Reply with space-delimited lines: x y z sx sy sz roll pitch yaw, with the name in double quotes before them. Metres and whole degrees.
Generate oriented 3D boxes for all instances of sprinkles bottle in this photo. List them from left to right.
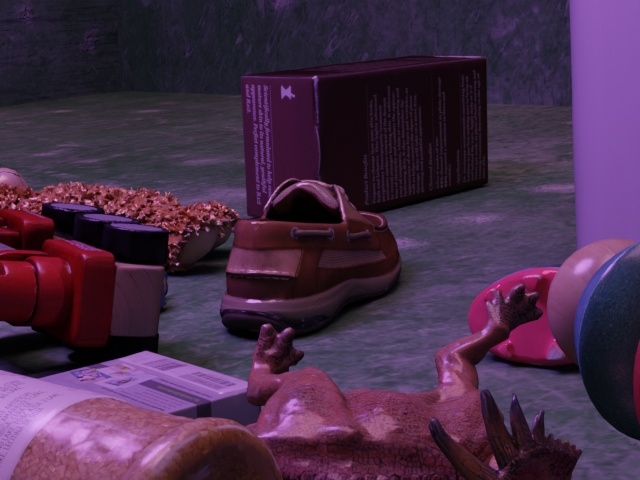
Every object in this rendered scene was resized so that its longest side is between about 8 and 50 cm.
"sprinkles bottle" -0.188 0.127 0.807 0.355 0.121 0.121 7 14 38

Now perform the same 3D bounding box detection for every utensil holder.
"utensil holder" 0.401 -0.152 1.449 0.328 0.385 0.327 -1 11 0

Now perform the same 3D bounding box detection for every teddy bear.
"teddy bear" -0.256 -0.026 1.652 0.338 0.113 0.245 3 10 23

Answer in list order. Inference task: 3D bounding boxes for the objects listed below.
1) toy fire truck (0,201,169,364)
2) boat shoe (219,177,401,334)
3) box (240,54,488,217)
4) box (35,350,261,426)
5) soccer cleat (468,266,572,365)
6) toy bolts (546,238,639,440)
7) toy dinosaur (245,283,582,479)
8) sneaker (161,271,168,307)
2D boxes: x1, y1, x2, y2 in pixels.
"toy fire truck" -0.277 0.051 1.233 0.246 0.158 0.217 3 7 -31
"boat shoe" 0.000 0.000 1.435 0.123 0.120 0.324 2 12 17
"box" 0.069 -0.144 1.998 0.143 0.191 0.381 6 13 38
"box" -0.158 0.124 1.038 0.186 0.038 0.145 -10 13 -41
"soccer cleat" 0.240 0.044 1.182 0.248 0.083 0.095 -18 -5 29
"toy bolts" 0.130 0.109 0.595 0.218 0.228 0.158 -13 13 -12
"toy dinosaur" 0.031 0.123 0.811 0.296 0.127 0.200 -6 17 12
"sneaker" -0.176 0.046 1.414 0.059 0.053 0.144 -1 12 -5
